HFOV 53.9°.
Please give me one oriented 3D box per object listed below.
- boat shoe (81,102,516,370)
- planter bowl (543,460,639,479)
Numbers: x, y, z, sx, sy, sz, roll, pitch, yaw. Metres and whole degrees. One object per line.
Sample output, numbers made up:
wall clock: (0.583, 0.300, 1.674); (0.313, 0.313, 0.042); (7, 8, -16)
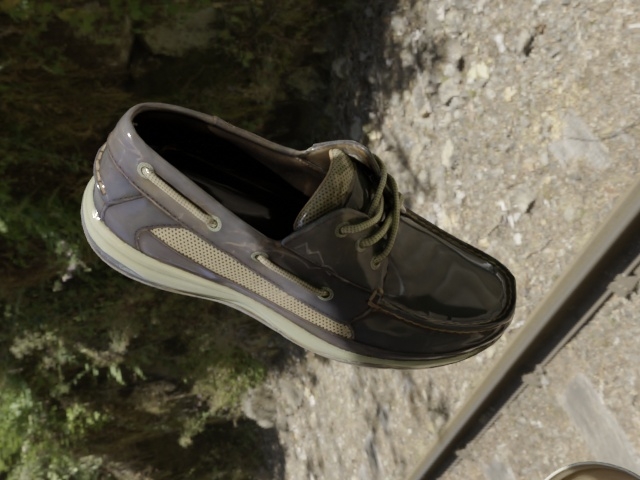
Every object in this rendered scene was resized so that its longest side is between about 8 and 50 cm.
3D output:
boat shoe: (0.000, 0.000, 0.475); (0.130, 0.355, 0.132); (120, 162, -50)
planter bowl: (0.305, 0.312, 0.636); (0.162, 0.109, 0.162); (-22, 57, 39)
